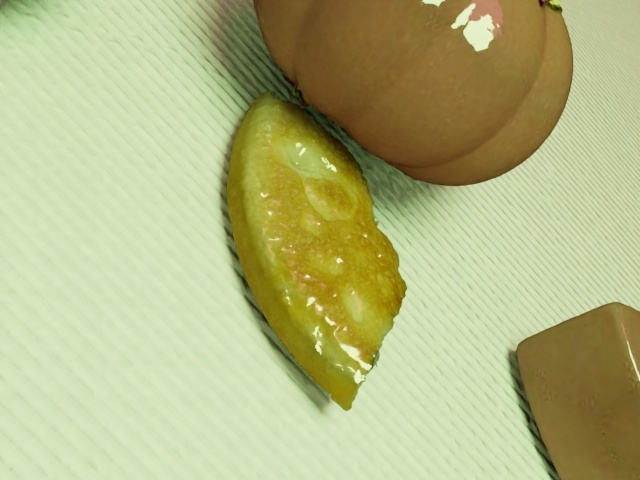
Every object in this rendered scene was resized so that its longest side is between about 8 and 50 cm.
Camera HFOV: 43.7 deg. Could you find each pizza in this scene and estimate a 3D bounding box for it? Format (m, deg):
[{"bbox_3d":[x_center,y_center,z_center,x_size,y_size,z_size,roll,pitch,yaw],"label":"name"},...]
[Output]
[{"bbox_3d":[-0.006,-0.003,0.627,0.134,0.056,0.271,-10,66,-41],"label":"pizza"}]

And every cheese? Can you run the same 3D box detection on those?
[{"bbox_3d":[0.283,0.180,0.711,0.203,0.128,0.177,26,51,-31],"label":"cheese"}]

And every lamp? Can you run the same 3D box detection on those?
[{"bbox_3d":[0.093,-0.195,0.681,0.305,0.239,0.305,39,21,-18],"label":"lamp"}]
